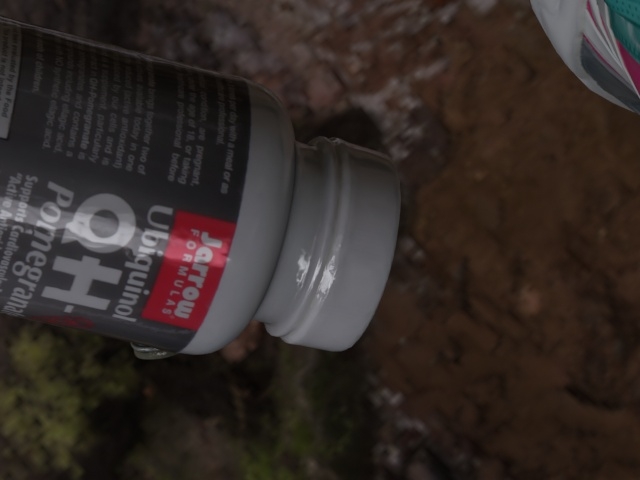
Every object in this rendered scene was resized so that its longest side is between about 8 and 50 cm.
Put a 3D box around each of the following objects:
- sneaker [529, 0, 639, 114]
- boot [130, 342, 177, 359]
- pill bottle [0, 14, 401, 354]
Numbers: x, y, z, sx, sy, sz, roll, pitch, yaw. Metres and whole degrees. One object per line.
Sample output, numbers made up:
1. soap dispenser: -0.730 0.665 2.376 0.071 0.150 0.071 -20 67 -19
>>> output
1. sneaker: 0.133 -0.017 0.455 0.124 0.295 0.178 -23 78 9
2. boot: -0.148 -0.019 1.817 0.076 0.189 0.208 -2 121 23
3. pill bottle: -0.121 -0.028 1.189 0.318 0.176 0.176 13 132 -16
